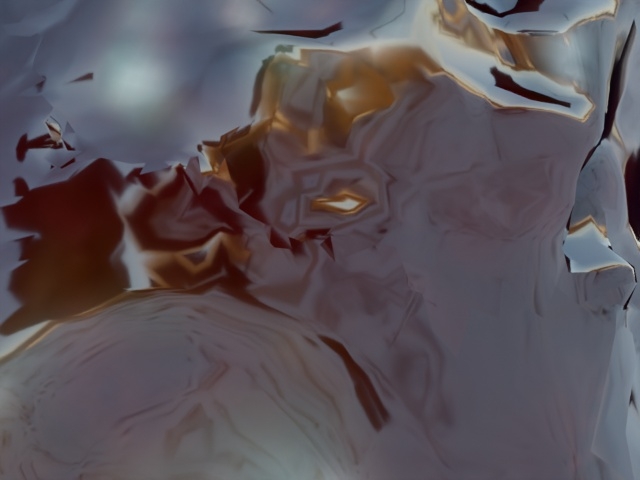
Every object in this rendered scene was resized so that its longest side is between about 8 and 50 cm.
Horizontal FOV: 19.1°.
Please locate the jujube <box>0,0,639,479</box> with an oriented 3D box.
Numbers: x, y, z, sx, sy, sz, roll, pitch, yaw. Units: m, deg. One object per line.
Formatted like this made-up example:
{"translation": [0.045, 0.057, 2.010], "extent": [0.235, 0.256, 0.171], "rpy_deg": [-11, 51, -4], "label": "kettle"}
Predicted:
{"translation": [0.000, 0.000, 0.475], "extent": [0.258, 0.258, 0.377], "rpy_deg": [91, -174, -49], "label": "jujube"}
